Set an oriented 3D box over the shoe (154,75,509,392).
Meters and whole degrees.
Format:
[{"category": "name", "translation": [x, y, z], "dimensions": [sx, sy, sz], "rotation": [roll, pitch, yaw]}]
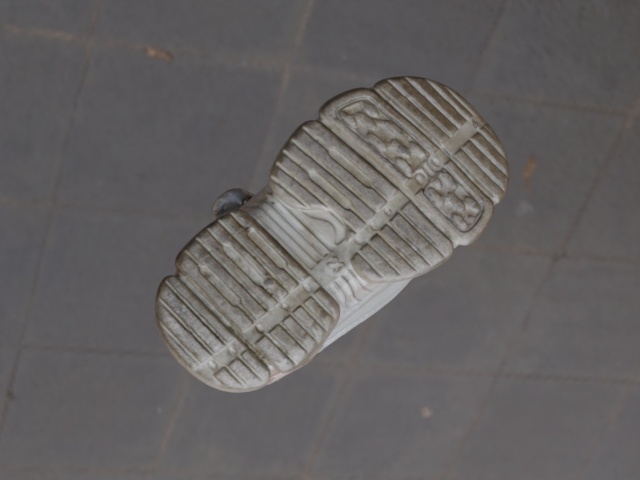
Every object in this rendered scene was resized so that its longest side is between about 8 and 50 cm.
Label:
[{"category": "shoe", "translation": [-0.001, -0.003, 1.281], "dimensions": [0.351, 0.172, 0.198], "rotation": [-35, 175, -14]}]
